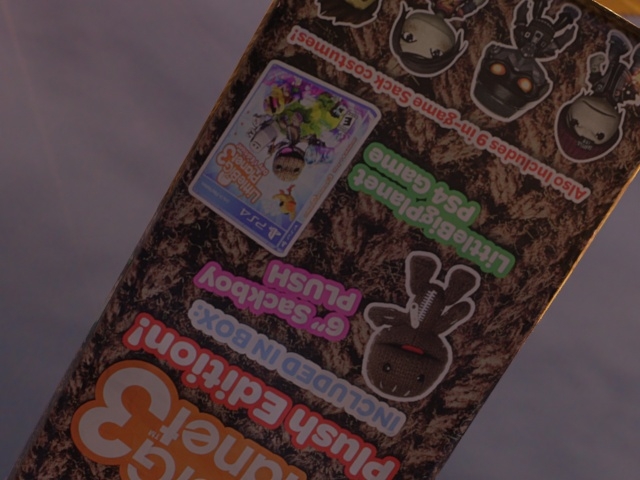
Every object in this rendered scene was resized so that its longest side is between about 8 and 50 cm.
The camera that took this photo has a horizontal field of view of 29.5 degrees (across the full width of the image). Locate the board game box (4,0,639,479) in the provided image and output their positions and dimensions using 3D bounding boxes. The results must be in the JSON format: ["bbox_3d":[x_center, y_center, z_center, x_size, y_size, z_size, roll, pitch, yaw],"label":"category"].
[{"bbox_3d":[0.000,0.000,0.542,0.141,0.291,0.232,29,-166,-7],"label":"board game box"}]
